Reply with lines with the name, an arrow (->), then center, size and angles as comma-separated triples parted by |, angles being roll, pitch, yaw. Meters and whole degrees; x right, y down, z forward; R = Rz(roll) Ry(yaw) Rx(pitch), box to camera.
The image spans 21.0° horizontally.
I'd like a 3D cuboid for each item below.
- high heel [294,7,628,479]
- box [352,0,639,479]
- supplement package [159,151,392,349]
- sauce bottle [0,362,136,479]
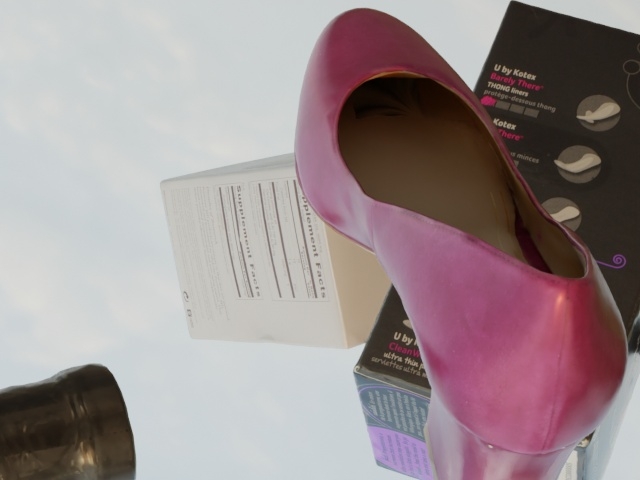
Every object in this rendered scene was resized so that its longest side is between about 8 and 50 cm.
high heel -> 0.042, -0.027, 0.579 | 0.082, 0.117, 0.244 | 1, -134, -8
box -> 0.139, 0.017, 1.065 | 0.143, 0.270, 0.165 | 17, 156, 15
supplement package -> 0.000, 0.000, 1.313 | 0.139, 0.244, 0.134 | -14, -84, -31
sauce bottle -> -0.263, 0.128, 0.840 | 0.344, 0.111, 0.111 | -13, -128, -23
